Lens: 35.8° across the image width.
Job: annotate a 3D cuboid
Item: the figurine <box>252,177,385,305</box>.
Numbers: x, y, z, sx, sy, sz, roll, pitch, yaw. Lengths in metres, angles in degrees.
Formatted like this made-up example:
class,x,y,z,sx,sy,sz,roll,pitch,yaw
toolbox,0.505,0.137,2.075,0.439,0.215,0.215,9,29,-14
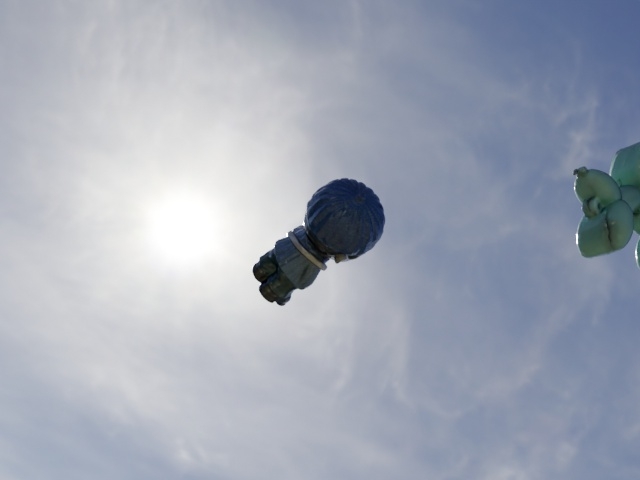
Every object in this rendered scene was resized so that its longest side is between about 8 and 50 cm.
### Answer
class,x,y,z,sx,sy,sz,roll,pitch,yaw
figurine,-0.006,-0.002,0.858,0.136,0.077,0.079,-33,-33,17

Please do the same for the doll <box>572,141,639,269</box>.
class,x,y,z,sx,sy,sz,roll,pitch,yaw
doll,0.321,-0.030,1.031,0.059,0.158,0.159,-19,-65,50
